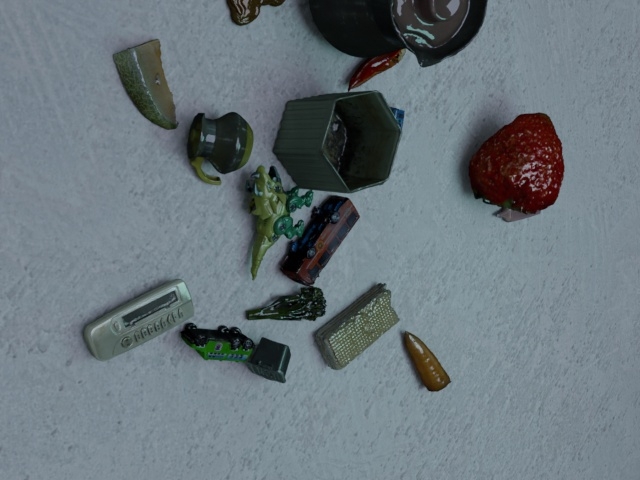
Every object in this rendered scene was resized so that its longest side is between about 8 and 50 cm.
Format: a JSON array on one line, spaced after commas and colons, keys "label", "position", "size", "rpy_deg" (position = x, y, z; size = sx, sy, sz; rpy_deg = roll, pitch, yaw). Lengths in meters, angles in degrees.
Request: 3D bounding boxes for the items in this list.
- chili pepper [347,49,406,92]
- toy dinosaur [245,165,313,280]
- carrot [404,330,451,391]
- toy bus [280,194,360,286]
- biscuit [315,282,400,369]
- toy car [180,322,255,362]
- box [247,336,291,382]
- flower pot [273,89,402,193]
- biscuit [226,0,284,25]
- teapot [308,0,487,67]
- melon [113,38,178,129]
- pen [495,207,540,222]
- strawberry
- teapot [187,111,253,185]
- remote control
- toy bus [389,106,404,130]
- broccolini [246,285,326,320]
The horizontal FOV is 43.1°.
[{"label": "chili pepper", "position": [0.150, -0.435, 1.964], "size": [0.268, 0.059, 0.050], "rpy_deg": [-38, 80, -25]}, {"label": "toy dinosaur", "position": [-0.104, -0.037, 1.798], "size": [0.153, 0.094, 0.259], "rpy_deg": [-2, 106, -38]}, {"label": "carrot", "position": [0.271, 0.316, 2.159], "size": [0.072, 0.072, 0.205], "rpy_deg": [-45, 115, -24]}, {"label": "toy bus", "position": [0.000, 0.000, 1.894], "size": [0.235, 0.074, 0.096], "rpy_deg": [-56, 132, -19]}, {"label": "biscuit", "position": [0.096, 0.211, 2.003], "size": [0.239, 0.062, 0.108], "rpy_deg": [-36, 117, -29]}, {"label": "toy car", "position": [-0.224, 0.223, 1.751], "size": [0.165, 0.071, 0.062], "rpy_deg": [11, 104, -39]}, {"label": "box", "position": [-0.110, 0.267, 1.815], "size": [0.122, 0.084, 0.069], "rpy_deg": [88, 20, -69]}, {"label": "flower pot", "position": [0.038, -0.221, 1.815], "size": [0.239, 0.190, 0.209], "rpy_deg": [-20, 108, -36]}, {"label": "biscuit", "position": [-0.148, -0.600, 1.709], "size": [0.208, 0.041, 0.290], "rpy_deg": [3, 94, -37]}, {"label": "teapot", "position": [0.174, -0.561, 1.721], "size": [0.306, 0.362, 0.376], "rpy_deg": [2, 109, -32]}, {"label": "melon", "position": [-0.337, -0.300, 1.609], "size": [0.098, 0.054, 0.182], "rpy_deg": [-32, 116, -47]}, {"label": "pen", "position": [0.573, -0.084, 2.355], "size": [0.197, 0.032, 0.053], "rpy_deg": [-9, 103, -39]}, {"label": "strawberry", "position": [0.539, -0.211, 2.172], "size": [0.257, 0.257, 0.276], "rpy_deg": [8, 102, -39]}, {"label": "teapot", "position": [-0.214, -0.190, 1.676], "size": [0.119, 0.130, 0.165], "rpy_deg": [10, 122, -24]}, {"label": "remote control", "position": [-0.365, 0.160, 1.640], "size": [0.230, 0.049, 0.090], "rpy_deg": [-27, 112, -32]}, {"label": "toy bus", "position": [0.181, -0.287, 2.007], "size": [0.038, 0.046, 0.083], "rpy_deg": [8, 93, -39]}, {"label": "broccolini", "position": [-0.071, 0.163, 1.864], "size": [0.203, 0.068, 0.091], "rpy_deg": [-17, 126, -34]}]
